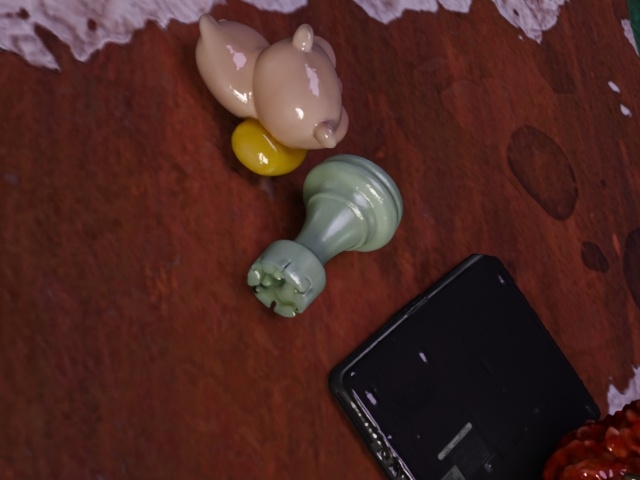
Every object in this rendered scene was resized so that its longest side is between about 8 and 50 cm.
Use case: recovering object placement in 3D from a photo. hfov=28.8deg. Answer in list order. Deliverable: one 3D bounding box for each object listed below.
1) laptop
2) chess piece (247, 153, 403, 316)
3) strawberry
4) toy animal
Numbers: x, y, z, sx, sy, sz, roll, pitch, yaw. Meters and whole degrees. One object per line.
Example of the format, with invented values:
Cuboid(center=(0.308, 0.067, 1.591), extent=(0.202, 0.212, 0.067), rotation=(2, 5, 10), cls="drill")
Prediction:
Cuboid(center=(0.102, 0.104, 0.818), extent=(0.207, 0.026, 0.154), rotation=(-34, 91, -50), cls="laptop")
Cuboid(center=(0.000, 0.000, 0.760), extent=(0.067, 0.067, 0.103), rotation=(49, 50, -10), cls="chess piece")
Cuboid(center=(0.199, 0.186, 0.804), extent=(0.286, 0.106, 0.188), rotation=(-20, 113, -67), cls="strawberry")
Cuboid(center=(-0.019, -0.103, 0.787), extent=(0.091, 0.082, 0.114), rotation=(-19, 78, -50), cls="toy animal")
